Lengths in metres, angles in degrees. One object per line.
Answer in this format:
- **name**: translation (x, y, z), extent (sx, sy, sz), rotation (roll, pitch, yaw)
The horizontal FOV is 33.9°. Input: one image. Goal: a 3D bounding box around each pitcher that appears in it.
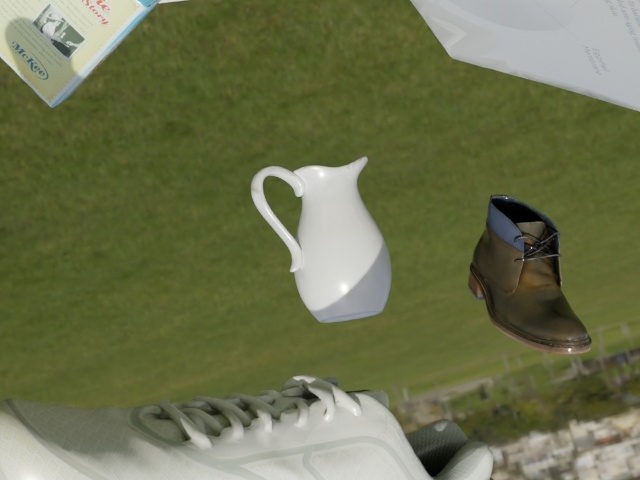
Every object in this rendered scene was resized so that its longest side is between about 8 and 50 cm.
- **pitcher**: translation (0.000, 0.000, 1.355), extent (0.178, 0.207, 0.125), rotation (-4, 169, -31)

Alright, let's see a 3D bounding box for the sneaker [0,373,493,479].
- **sneaker**: translation (-0.032, 0.114, 0.522), extent (0.292, 0.118, 0.110), rotation (22, -173, -34)

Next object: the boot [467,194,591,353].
- **boot**: translation (0.213, 0.032, 1.084), extent (0.082, 0.106, 0.219), rotation (-4, -158, -17)

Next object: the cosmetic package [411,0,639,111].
- **cosmetic package**: translation (0.152, -0.185, 0.574), extent (0.225, 0.138, 0.224), rotation (27, 172, 36)

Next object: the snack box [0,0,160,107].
- **snack box**: translation (-0.339, -0.318, 1.120), extent (0.187, 0.322, 0.060), rotation (-36, -166, 34)

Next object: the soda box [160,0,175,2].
- **soda box**: translation (-0.253, -0.322, 1.255), extent (0.216, 0.069, 0.074), rotation (-8, 128, -4)

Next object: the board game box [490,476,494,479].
- **board game box**: translation (0.092, 0.271, 0.931), extent (0.170, 0.141, 0.048), rotation (-43, -161, 3)
